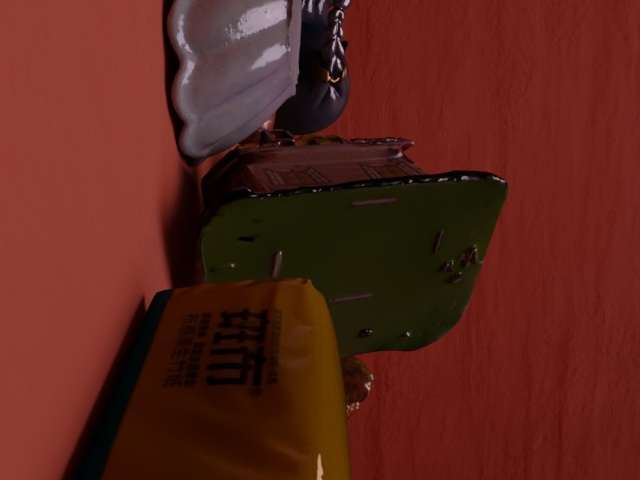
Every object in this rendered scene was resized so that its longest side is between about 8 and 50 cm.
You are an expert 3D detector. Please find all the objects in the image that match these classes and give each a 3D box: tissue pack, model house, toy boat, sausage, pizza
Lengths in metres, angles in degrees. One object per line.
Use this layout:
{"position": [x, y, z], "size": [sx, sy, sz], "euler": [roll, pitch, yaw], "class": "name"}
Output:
{"position": [-0.048, 0.165, 0.374], "size": [0.270, 0.134, 0.192], "euler": [-91, 180, -61], "class": "tissue pack"}
{"position": [-0.001, -0.001, 0.646], "size": [0.154, 0.294, 0.206], "euler": [52, -41, 45], "class": "model house"}
{"position": [-0.069, -0.203, 0.616], "size": [0.199, 0.100, 0.290], "euler": [91, 1, -64], "class": "toy boat"}
{"position": [-0.088, -0.165, 0.868], "size": [0.054, 0.059, 0.094], "euler": [65, 26, -58], "class": "sausage"}
{"position": [-0.038, 0.218, 0.824], "size": [0.292, 0.058, 0.197], "euler": [-33, -172, 48], "class": "pizza"}

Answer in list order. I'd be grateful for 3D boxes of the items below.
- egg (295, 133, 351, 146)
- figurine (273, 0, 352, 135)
{"position": [-0.040, 0.004, 0.829], "size": [0.286, 0.174, 0.264], "euler": [-14, 106, -62], "class": "egg"}
{"position": [-0.038, -0.285, 0.978], "size": [0.197, 0.175, 0.264], "euler": [-105, -176, -55], "class": "figurine"}
